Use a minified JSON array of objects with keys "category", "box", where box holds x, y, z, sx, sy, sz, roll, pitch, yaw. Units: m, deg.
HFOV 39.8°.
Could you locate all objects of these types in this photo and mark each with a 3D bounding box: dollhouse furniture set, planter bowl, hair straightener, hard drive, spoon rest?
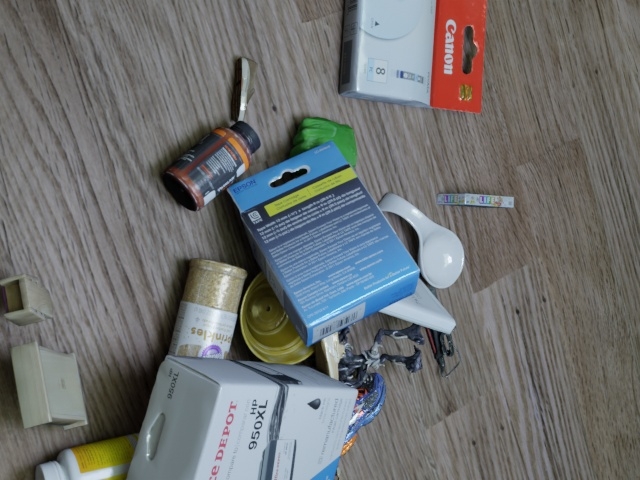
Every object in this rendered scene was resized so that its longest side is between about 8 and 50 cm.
[{"category":"dollhouse furniture set","box":[-0.605,0.244,1.550,0.303,0.198,0.286,-14,76,-1]},{"category":"planter bowl","box":[-0.091,0.148,1.850,0.217,0.090,0.217,-3,95,-33]},{"category":"hair straightener","box":[0.279,0.218,2.086,0.047,0.089,0.230,-20,102,-32]},{"category":"hard drive","box":[0.131,0.101,1.929,0.307,0.203,0.040,20,110,-31]},{"category":"spoon rest","box":[0.245,0.000,2.061,0.276,0.084,0.137,45,69,-24]}]

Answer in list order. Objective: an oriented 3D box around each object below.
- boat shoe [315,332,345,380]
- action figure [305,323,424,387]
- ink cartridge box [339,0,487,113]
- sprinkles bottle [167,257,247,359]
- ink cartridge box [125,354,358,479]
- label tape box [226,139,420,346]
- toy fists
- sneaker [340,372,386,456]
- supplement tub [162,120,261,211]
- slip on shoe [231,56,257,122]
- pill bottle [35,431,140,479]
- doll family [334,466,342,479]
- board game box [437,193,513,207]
[{"category":"boat shoe","box":[0.023,0.226,1.837,0.059,0.063,0.170,-13,100,-26]},{"category":"action figure","box":[0.085,0.247,1.943,0.275,0.141,0.164,-7,105,-6]},{"category":"ink cartridge box","box":[0.236,-0.462,2.013,0.385,0.091,0.308,3,90,-25]},{"category":"sprinkles bottle","box":[-0.241,0.217,1.742,0.121,0.121,0.355,16,83,-31]},{"category":"ink cartridge box","box":[-0.138,0.383,1.659,0.395,0.166,0.285,14,92,-50]},{"category":"label tape box","box":[0.000,0.000,1.752,0.249,0.115,0.348,-26,63,-13]},{"category":"toy fists","box":[0.002,-0.126,1.894,0.142,0.096,0.279,-1,87,-44]},{"category":"sneaker","box":[0.066,0.380,1.966,0.087,0.083,0.221,47,66,-19]},{"category":"supplement tub","box":[-0.210,-0.154,1.757,0.198,0.106,0.106,-43,113,-23]},{"category":"slip on shoe","box":[-0.154,-0.308,1.821,0.041,0.051,0.135,7,80,-30]},{"category":"pill bottle","box":[-0.412,0.434,1.644,0.215,0.117,0.117,-6,95,-32]},{"category":"doll family","box":[-0.033,0.468,1.902,0.076,0.111,0.193,-27,102,-69]},{"category":"board game box","box":[0.373,-0.095,2.125,0.154,0.103,0.026,2,90,-33]}]
